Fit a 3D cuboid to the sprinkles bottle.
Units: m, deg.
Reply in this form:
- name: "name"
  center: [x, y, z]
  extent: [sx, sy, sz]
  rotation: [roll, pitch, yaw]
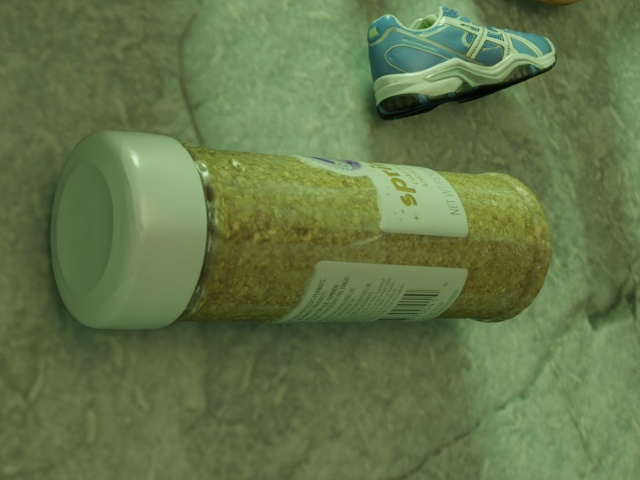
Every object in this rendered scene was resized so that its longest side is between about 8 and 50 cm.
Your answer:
- name: "sprinkles bottle"
  center: [0.000, 0.000, 0.762]
  extent: [0.355, 0.121, 0.121]
  rotation: [3, 73, -38]

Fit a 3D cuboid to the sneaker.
- name: "sneaker"
  center: [0.125, -0.162, 0.942]
  extent: [0.211, 0.080, 0.081]
  rotation: [-16, 88, -41]

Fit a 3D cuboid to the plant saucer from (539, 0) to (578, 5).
- name: "plant saucer"
  center: [0.203, -0.321, 1.087]
  extent: [0.200, 0.037, 0.200]
  rotation: [14, 65, -33]
